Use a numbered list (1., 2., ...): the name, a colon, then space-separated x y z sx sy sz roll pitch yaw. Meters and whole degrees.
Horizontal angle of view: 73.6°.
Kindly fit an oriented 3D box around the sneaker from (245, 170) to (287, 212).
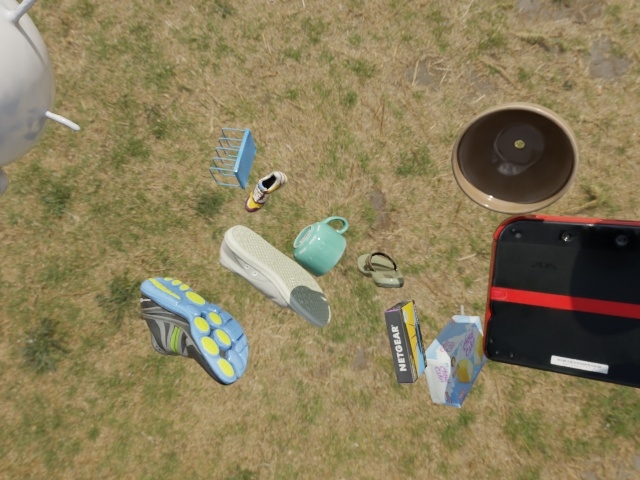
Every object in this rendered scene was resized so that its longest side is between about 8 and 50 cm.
1. sneaker: -0.198 -0.166 1.435 0.185 0.084 0.069 -44 77 15

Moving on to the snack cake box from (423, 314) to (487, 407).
1. snack cake box: 0.412 0.355 1.297 0.089 0.264 0.152 -5 108 41

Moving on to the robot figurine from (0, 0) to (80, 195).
1. robot figurine: -0.428 -0.163 0.409 0.354 0.199 0.299 -2 136 -2

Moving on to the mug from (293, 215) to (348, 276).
1. mug: -0.006 0.006 1.138 0.097 0.129 0.157 37 50 -19

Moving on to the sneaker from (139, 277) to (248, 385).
1. sneaker: -0.159 0.115 0.527 0.188 0.067 0.078 30 112 29

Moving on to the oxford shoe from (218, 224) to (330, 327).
1. oxford shoe: -0.149 0.133 1.406 0.449 0.169 0.130 41 119 -12

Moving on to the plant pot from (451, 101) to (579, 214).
1. plant pot: 0.407 -0.181 0.891 0.237 0.237 0.110 44 49 0

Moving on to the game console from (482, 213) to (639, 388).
1. game console: 0.561 0.122 0.908 0.387 0.060 0.341 5 97 24

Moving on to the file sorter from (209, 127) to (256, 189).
1. file sorter: -0.298 -0.281 1.461 0.105 0.118 0.170 8 69 8

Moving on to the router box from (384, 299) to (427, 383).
1. router box: 0.216 0.250 1.074 0.046 0.133 0.178 -12 88 28

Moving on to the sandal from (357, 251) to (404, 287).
1. sandal: 0.206 0.084 1.430 0.120 0.303 0.086 -7 101 -10
